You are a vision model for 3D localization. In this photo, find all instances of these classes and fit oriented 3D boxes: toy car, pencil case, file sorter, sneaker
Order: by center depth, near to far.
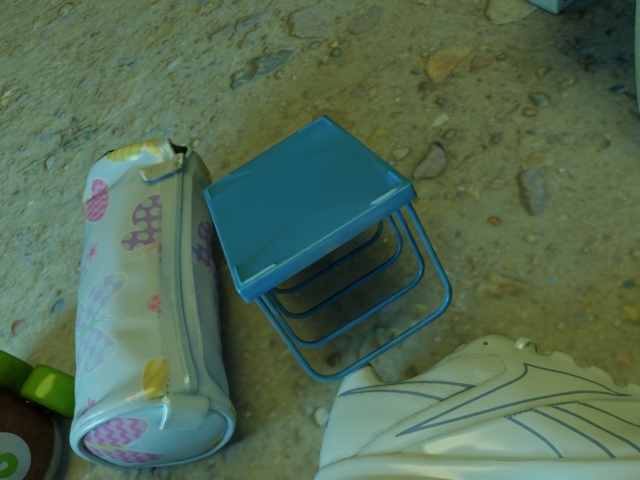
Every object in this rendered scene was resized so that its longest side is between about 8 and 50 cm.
[{"bbox_3d":[0.129,0.109,0.340,0.296,0.111,0.129,-7,48,17],"label":"sneaker"},{"bbox_3d":[0.000,0.000,0.441,0.118,0.105,0.170,-31,31,-2],"label":"file sorter"},{"bbox_3d":[-0.301,0.136,0.446,0.148,0.188,0.155,9,60,28],"label":"toy car"},{"bbox_3d":[-0.135,0.041,0.492,0.124,0.113,0.273,-35,47,26],"label":"pencil case"}]

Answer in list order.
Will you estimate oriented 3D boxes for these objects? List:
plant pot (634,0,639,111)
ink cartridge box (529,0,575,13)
[{"bbox_3d":[0.290,-0.140,0.440,0.109,0.096,0.109,17,26,32],"label":"plant pot"},{"bbox_3d":[0.262,-0.304,0.585,0.135,0.099,0.056,-35,51,-3],"label":"ink cartridge box"}]
